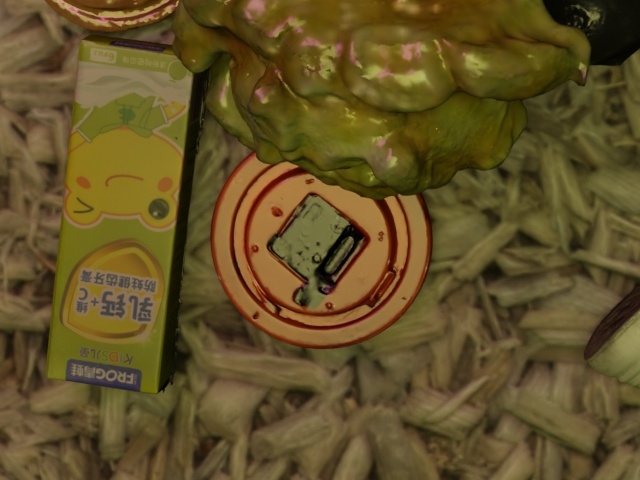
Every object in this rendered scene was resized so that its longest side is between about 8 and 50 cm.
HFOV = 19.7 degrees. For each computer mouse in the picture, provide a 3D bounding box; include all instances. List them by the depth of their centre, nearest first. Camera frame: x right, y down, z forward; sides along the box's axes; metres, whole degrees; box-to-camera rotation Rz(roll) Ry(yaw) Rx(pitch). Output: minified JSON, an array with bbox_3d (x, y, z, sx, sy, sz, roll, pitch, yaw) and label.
[{"bbox_3d":[0.217,-0.194,1.634,0.172,0.057,0.099,-9,100,11],"label":"computer mouse"}]

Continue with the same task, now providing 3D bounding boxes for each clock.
[{"bbox_3d":[0.000,0.000,1.694,0.205,0.051,0.205,1,99,5],"label":"clock"}]

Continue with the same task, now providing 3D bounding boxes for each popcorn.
[{"bbox_3d":[0.047,-0.161,1.546,0.335,0.279,0.274,24,57,4],"label":"popcorn"}]

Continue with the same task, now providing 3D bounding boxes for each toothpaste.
[{"bbox_3d":[-0.176,-0.025,1.696,0.110,0.077,0.327,8,100,4],"label":"toothpaste"}]

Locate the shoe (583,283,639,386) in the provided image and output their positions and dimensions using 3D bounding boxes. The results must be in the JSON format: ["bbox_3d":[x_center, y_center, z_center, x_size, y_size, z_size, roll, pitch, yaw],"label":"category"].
[{"bbox_3d":[0.392,0.050,1.628,0.316,0.124,0.159,-40,93,16],"label":"shoe"}]

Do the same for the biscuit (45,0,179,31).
[{"bbox_3d":[-0.161,-0.326,1.664,0.202,0.044,0.288,35,103,0],"label":"biscuit"}]
